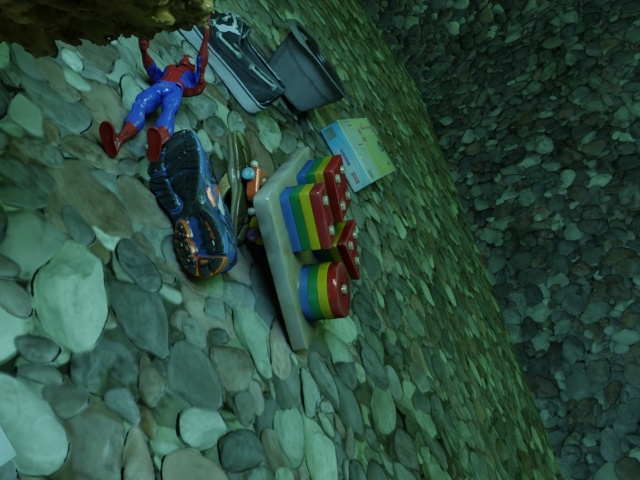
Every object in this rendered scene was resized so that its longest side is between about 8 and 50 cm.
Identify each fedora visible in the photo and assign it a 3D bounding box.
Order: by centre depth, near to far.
[{"bbox_3d":[-0.039,-0.396,1.338,0.243,0.124,0.276,37,24,-48],"label":"fedora"}]

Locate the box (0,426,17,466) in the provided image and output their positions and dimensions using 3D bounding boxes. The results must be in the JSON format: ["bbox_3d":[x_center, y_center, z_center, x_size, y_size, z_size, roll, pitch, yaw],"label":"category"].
[{"bbox_3d":[-0.300,0.122,0.329,0.145,0.038,0.186,61,22,-1],"label":"box"}]

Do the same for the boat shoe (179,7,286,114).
[{"bbox_3d":[-0.179,-0.388,1.068,0.301,0.102,0.108,52,25,-21],"label":"boat shoe"}]

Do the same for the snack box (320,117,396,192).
[{"bbox_3d":[0.116,-0.251,1.576,0.187,0.060,0.322,61,23,-2],"label":"snack box"}]

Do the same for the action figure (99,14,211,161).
[{"bbox_3d":[-0.218,-0.235,0.778,0.280,0.091,0.139,-84,-177,-56],"label":"action figure"}]

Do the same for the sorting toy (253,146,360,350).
[{"bbox_3d":[0.000,0.000,0.904,0.257,0.089,0.256,-65,145,-62],"label":"sorting toy"}]

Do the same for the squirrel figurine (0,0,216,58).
[{"bbox_3d":[-0.257,-0.205,0.360,0.281,0.396,0.371,49,37,-49],"label":"squirrel figurine"}]

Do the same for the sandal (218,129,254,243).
[{"bbox_3d":[-0.136,-0.082,0.871,0.072,0.048,0.180,23,61,-72],"label":"sandal"}]

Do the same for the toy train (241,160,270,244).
[{"bbox_3d":[-0.076,-0.048,0.895,0.166,0.046,0.125,48,43,-66],"label":"toy train"}]

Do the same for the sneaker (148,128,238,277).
[{"bbox_3d":[-0.169,-0.049,0.762,0.087,0.083,0.221,33,39,-71],"label":"sneaker"}]
